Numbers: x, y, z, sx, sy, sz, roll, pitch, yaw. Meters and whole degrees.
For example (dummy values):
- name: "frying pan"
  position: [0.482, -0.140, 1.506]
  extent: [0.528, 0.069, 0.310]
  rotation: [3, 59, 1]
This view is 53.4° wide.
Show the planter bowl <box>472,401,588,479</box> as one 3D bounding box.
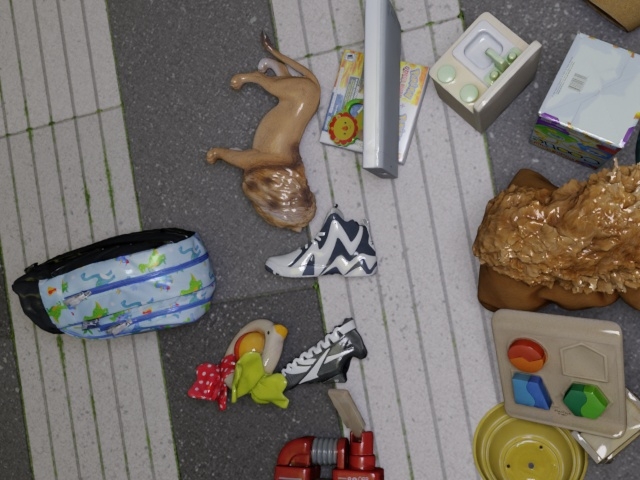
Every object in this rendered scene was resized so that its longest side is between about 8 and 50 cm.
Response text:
- name: "planter bowl"
  position: [0.402, 0.420, 1.221]
  extent: [0.217, 0.090, 0.217]
  rotation: [0, 90, 15]

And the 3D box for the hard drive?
- name: "hard drive"
  position: [0.117, -0.279, 1.199]
  extent: [0.040, 0.203, 0.307]
  rotation: [1, 90, 15]

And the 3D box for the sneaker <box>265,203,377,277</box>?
- name: "sneaker"
  position: [0.000, 0.000, 1.334]
  extent: [0.235, 0.094, 0.152]
  rotation: [-1, 88, 15]

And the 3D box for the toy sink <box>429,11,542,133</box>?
- name: "toy sink"
  position: [0.301, -0.313, 1.181]
  extent: [0.131, 0.234, 0.152]
  rotation: [45, 101, 11]

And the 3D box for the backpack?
- name: "backpack"
  position: [-0.404, 0.089, 1.368]
  extent: [0.356, 0.290, 0.273]
  rotation: [-28, 91, 7]

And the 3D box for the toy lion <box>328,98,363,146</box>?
- name: "toy lion"
  position: [0.063, -0.241, 1.305]
  extent: [0.096, 0.034, 0.100]
  rotation: [11, 93, 23]

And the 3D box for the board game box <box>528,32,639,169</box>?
- name: "board game box"
  position: [0.467, -0.229, 1.112]
  extent: [0.142, 0.275, 0.144]
  rotation: [27, 96, 14]

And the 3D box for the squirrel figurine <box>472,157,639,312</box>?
- name: "squirrel figurine"
  position: [0.463, 0.030, 1.048]
  extent: [0.371, 0.397, 0.280]
  rotation: [20, 88, 27]

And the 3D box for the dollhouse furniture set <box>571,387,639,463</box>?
- name: "dollhouse furniture set"
  position: [0.510, 0.300, 1.191]
  extent: [0.129, 0.129, 0.183]
  rotation: [-46, 54, 11]

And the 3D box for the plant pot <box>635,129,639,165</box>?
- name: "plant pot"
  position: [0.711, -0.164, 1.067]
  extent: [0.293, 0.235, 0.292]
  rotation: [0, 90, 16]

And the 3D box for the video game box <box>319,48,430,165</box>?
- name: "video game box"
  position: [0.113, -0.278, 1.330]
  extent: [0.187, 0.048, 0.205]
  rotation: [16, 94, 12]

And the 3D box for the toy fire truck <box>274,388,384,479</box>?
- name: "toy fire truck"
  position: [0.016, 0.429, 1.308]
  extent: [0.217, 0.158, 0.246]
  rotation: [-2, 77, 16]

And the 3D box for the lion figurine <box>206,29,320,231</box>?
- name: "lion figurine"
  position: [-0.083, -0.229, 1.330]
  extent: [0.240, 0.142, 0.391]
  rotation: [18, 97, 21]

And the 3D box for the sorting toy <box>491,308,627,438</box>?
- name: "sorting toy"
  position: [0.447, 0.236, 1.070]
  extent: [0.308, 0.041, 0.228]
  rotation: [4, 119, 34]

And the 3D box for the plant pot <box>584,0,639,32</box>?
- name: "plant pot"
  position: [0.592, -0.511, 1.127]
  extent: [0.237, 0.237, 0.254]
  rotation: [44, 116, 12]

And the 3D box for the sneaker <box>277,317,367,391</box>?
- name: "sneaker"
  position: [0.002, 0.269, 1.338]
  extent: [0.234, 0.078, 0.106]
  rotation: [-39, 78, 10]

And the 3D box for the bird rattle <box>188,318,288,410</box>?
- name: "bird rattle"
  position: [-0.153, 0.266, 1.351]
  extent: [0.143, 0.254, 0.206]
  rotation: [36, 65, -23]
